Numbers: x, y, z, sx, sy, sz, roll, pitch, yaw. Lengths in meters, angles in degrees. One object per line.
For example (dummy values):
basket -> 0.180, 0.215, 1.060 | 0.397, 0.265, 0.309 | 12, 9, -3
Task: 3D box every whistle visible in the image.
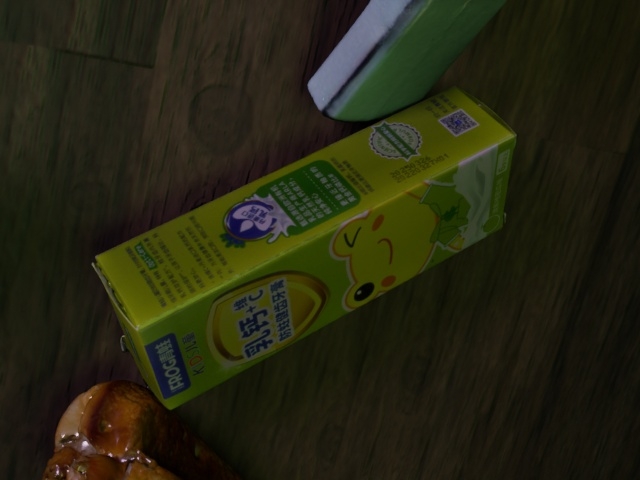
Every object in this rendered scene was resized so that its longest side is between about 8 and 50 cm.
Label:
whistle -> 0.074, -0.231, 0.611 | 0.164, 0.163, 0.289 | 9, 141, -33

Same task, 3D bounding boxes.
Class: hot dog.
hot dog -> -0.097, 0.255, 0.701 | 0.117, 0.158, 0.348 | -31, 129, 6

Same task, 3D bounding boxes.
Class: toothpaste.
toothpaste -> 0.000, 0.000, 0.668 | 0.328, 0.077, 0.110 | -27, 144, -18
